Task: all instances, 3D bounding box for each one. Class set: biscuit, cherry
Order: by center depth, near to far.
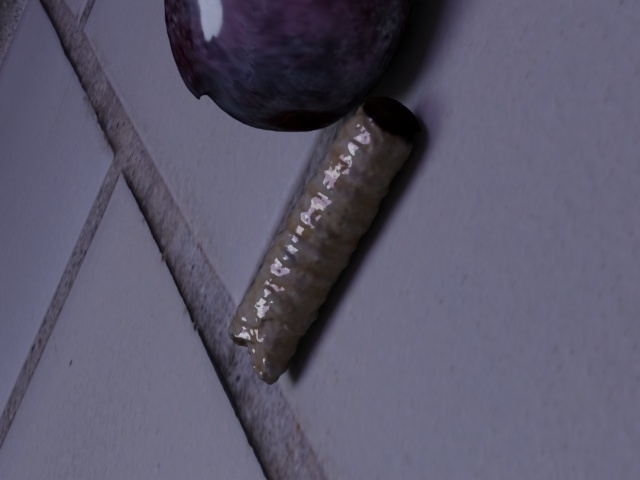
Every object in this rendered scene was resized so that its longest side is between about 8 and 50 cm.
[{"bbox_3d":[0.000,0.000,0.841,0.219,0.055,0.061,-60,38,21],"label":"biscuit"},{"bbox_3d":[-0.022,-0.174,0.870,0.195,0.195,0.195,-42,38,45],"label":"cherry"}]
